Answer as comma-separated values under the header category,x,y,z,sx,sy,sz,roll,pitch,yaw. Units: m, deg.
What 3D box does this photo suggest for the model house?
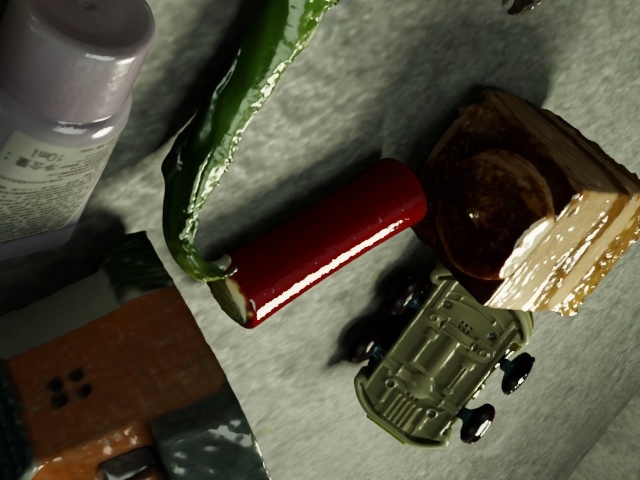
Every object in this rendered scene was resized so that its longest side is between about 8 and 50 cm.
category,x,y,z,sx,sy,sz,roll,pitch,yaw
model house,-0.209,0.162,0.878,0.301,0.271,0.190,-21,130,-14

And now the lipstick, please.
category,x,y,z,sx,sy,sz,roll,pitch,yaw
lipstick,0.000,0.000,1.117,0.241,0.080,0.080,-33,149,-26

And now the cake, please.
category,x,y,z,sx,sy,sz,roll,pitch,yaw
cake,0.216,-0.040,1.255,0.293,0.198,0.196,4,129,-51

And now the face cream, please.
category,x,y,z,sx,sy,sz,roll,pitch,yaw
face cream,-0.200,-0.062,0.763,0.154,0.096,0.274,-21,156,-44

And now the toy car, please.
category,x,y,z,sx,sy,sz,roll,pitch,yaw
toy car,0.168,0.131,1.452,0.248,0.204,0.198,-56,174,20

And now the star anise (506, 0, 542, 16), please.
category,x,y,z,sx,sy,sz,roll,pitch,yaw
star anise,0.224,-0.283,1.100,0.141,0.042,0.141,-34,149,-25

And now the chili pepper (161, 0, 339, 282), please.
category,x,y,z,sx,sy,sz,roll,pitch,yaw
chili pepper,-0.043,-0.134,0.887,0.085,0.076,0.359,13,113,-38
